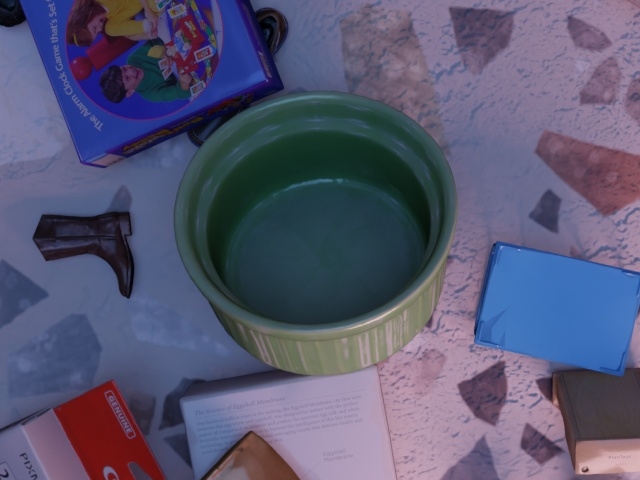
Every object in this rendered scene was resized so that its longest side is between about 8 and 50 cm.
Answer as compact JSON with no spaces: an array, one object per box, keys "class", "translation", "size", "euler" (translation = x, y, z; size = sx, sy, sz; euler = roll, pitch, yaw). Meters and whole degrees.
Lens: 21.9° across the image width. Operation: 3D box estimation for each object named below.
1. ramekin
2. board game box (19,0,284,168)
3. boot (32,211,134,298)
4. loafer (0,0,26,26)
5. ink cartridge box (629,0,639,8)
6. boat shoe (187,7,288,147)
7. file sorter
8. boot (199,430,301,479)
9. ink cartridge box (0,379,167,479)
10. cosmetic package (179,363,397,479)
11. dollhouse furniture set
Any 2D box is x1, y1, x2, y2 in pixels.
[{"class":"ramekin","translation":[0.000,0.000,1.809],"size":[0.303,0.148,0.303],"euler":[-3,59,4]},{"class":"board game box","translation":[-0.215,-0.286,1.850],"size":[0.233,0.078,0.347],"euler":[-22,84,11]},{"class":"boot","translation":[-0.276,0.019,1.923],"size":[0.114,0.037,0.106],"euler":[-4,79,-2]},{"class":"loafer","translation":[-0.409,-0.341,1.886],"size":[0.076,0.078,0.223],"euler":[-39,94,-3]},{"class":"ink cartridge box","translation":[0.346,-0.316,1.869],"size":[0.180,0.104,0.060],"euler":[33,93,0]},{"class":"boat shoe","translation":[-0.101,-0.189,1.898],"size":[0.066,0.066,0.183],"euler":[28,92,0]},{"class":"file sorter","translation":[0.266,0.075,1.885],"size":[0.170,0.104,0.118],"euler":[12,92,0]},{"class":"boot","translation":[-0.061,0.380,1.779],"size":[0.269,0.089,0.236],"euler":[44,81,-2]},{"class":"ink cartridge box","translation":[-0.259,0.317,1.860],"size":[0.239,0.060,0.275],"euler":[-27,92,42]},{"class":"cosmetic package","translation":[-0.028,0.260,1.879],"size":[0.224,0.138,0.225],"euler":[-9,94,1]},{"class":"dollhouse furniture set","translation":[0.329,0.291,1.900],"size":[0.212,0.161,0.242],"euler":[-2,114,1]}]
